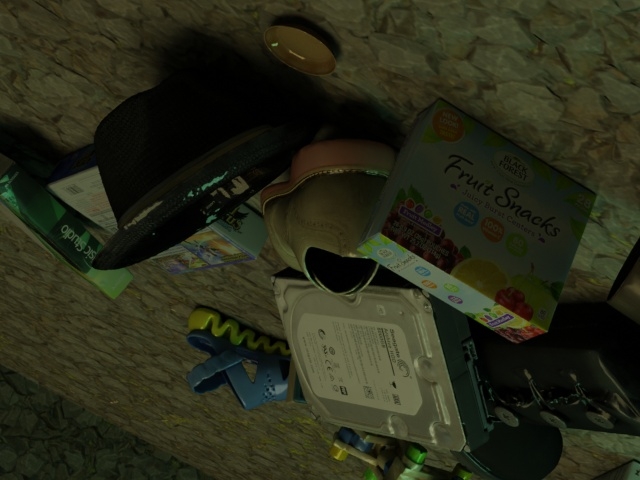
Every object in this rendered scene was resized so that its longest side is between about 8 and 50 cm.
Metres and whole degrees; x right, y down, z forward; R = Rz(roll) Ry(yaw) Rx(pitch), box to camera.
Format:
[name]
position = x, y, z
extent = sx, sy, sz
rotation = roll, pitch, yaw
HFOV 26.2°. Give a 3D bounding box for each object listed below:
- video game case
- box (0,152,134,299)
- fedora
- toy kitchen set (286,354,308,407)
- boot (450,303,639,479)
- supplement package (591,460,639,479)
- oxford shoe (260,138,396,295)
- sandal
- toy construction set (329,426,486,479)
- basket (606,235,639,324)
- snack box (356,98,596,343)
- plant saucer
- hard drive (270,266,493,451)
[video game case]
position = -0.235, -0.049, 1.962
extent = 0.244, 0.061, 0.269
rotation = 38, 156, -24
[box]
position = -0.450, -0.050, 2.123
extent = 0.232, 0.058, 0.322
rotation = 30, 167, 42
[fedora]
position = -0.164, -0.099, 1.577
extent = 0.152, 0.334, 0.334
rotation = 57, 157, 3
[toy kitchen set]
position = 0.075, 0.207, 2.184
extent = 0.207, 0.122, 0.166
rotation = 11, 163, -20
[boot]
position = 0.341, 0.224, 1.873
extent = 0.367, 0.146, 0.445
rotation = 36, 152, -28
[supplement package]
position = 0.525, 0.475, 2.202
extent = 0.194, 0.149, 0.203
rotation = 26, 159, 0
[oxford shoe]
position = 0.000, 0.000, 1.641
extent = 0.140, 0.146, 0.397
rotation = 1, 166, -5
[sandal]
position = -0.102, 0.236, 2.371
extent = 0.317, 0.138, 0.126
rotation = 19, 155, 13
[toy construction set]
position = 0.193, 0.364, 2.135
extent = 0.327, 0.151, 0.215
rotation = 5, -159, -28
[basket]
position = 0.418, 0.065, 1.381
extent = 0.227, 0.154, 0.204
rotation = 31, -159, 7
[snack box]
position = 0.165, -0.019, 1.435
extent = 0.207, 0.174, 0.070
rotation = 32, 155, -12
[plant saucer]
position = -0.019, -0.203, 1.435
extent = 0.083, 0.015, 0.083
rotation = 23, 159, 9
[hard drive]
position = 0.078, 0.155, 1.894
extent = 0.339, 0.064, 0.237
rotation = 4, 114, 50
